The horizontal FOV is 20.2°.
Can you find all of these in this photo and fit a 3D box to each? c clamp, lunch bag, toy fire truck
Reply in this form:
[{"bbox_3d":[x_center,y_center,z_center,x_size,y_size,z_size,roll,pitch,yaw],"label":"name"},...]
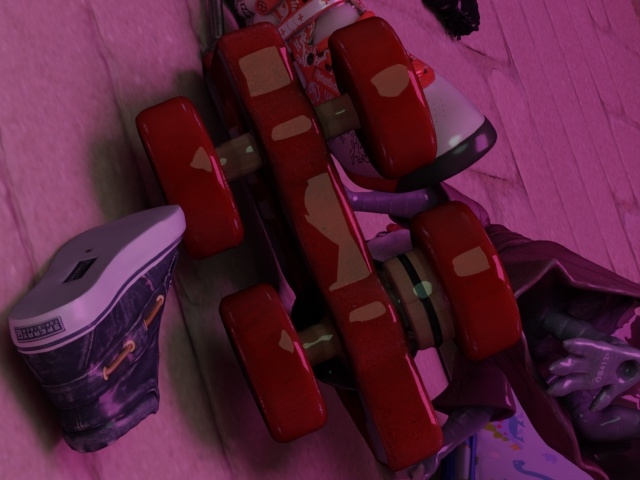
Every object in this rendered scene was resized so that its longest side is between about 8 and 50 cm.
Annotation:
[{"bbox_3d":[-0.072,-0.165,1.360,0.137,0.022,0.161,51,24,-53],"label":"c clamp"},{"bbox_3d":[0.177,0.211,1.427,0.176,0.090,0.219,18,33,-7],"label":"lunch bag"},{"bbox_3d":[0.000,0.000,1.186,0.254,0.169,0.302,156,-90,-85],"label":"toy fire truck"}]

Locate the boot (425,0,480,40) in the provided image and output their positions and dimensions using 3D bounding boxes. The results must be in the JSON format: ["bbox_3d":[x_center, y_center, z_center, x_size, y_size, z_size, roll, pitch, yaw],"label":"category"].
[{"bbox_3d":[0.143,-0.292,2.008,0.099,0.045,0.121,32,48,-56],"label":"boot"}]

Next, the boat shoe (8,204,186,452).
[{"bbox_3d":[-0.113,0.045,0.988,0.183,0.065,0.083,-54,129,-64],"label":"boat shoe"}]

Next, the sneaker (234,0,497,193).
[{"bbox_3d":[0.020,-0.129,1.281,0.145,0.090,0.270,63,-13,-23],"label":"sneaker"}]

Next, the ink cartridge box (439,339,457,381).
[{"bbox_3d":[0.178,0.120,1.658,0.109,0.062,0.209,70,19,4],"label":"ink cartridge box"}]

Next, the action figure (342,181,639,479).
[{"bbox_3d":[0.148,0.034,1.343,0.370,0.275,0.248,37,-35,60],"label":"action figure"}]
